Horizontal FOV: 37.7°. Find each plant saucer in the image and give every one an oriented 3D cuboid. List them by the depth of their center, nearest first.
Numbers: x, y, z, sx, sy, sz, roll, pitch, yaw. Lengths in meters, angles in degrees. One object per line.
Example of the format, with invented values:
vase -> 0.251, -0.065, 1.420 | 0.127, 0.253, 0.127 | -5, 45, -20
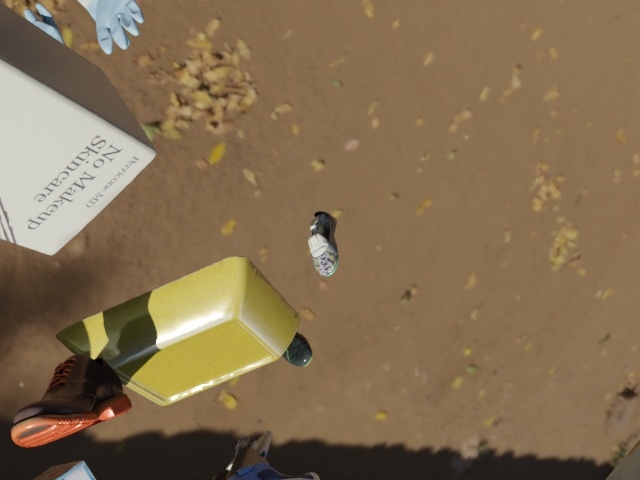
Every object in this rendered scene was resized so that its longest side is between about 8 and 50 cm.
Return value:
plant saucer -> -0.216, 0.176, 1.575 | 0.332, 0.081, 0.333 | -23, 153, 6

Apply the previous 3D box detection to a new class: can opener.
can opener -> -0.080, 0.285, 1.083 | 0.074, 0.093, 0.280 | -48, 177, 2

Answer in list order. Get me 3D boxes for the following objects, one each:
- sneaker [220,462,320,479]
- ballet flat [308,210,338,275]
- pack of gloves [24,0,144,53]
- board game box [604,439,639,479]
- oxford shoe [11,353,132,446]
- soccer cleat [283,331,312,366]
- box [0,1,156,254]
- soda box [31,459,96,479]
sneaker -> -0.063, 0.214, 0.755 | 0.144, 0.059, 0.053 | 1, 132, 4
ballet flat -> 0.000, 0.000, 1.221 | 0.041, 0.114, 0.041 | 0, 128, 0
pack of gloves -> -0.356, -0.307, 1.387 | 0.195, 0.232, 0.046 | -39, 142, 5
board game box -> 0.262, 0.135, 0.308 | 0.142, 0.275, 0.144 | -49, -176, 0
oxford shoe -> -0.342, 0.208, 1.246 | 0.097, 0.098, 0.271 | -22, 174, 5
soccer cleat -> -0.081, 0.184, 1.817 | 0.072, 0.179, 0.060 | 26, 101, -45
box -> -0.222, -0.087, 0.523 | 0.113, 0.094, 0.275 | -43, 153, 10
soda box -> -0.358, 0.349, 1.294 | 0.058, 0.183, 0.063 | -34, 93, -33
